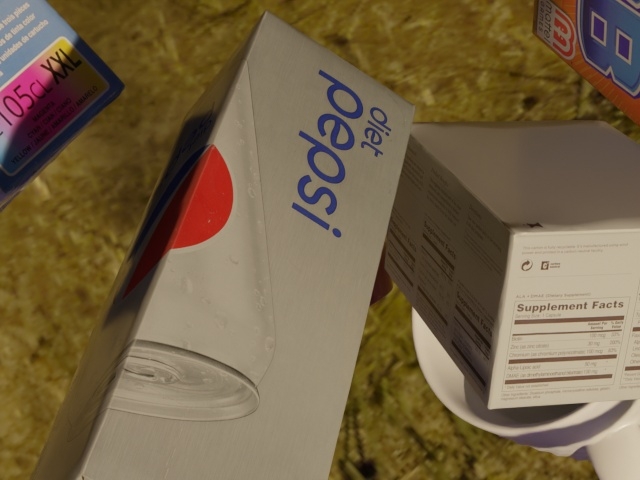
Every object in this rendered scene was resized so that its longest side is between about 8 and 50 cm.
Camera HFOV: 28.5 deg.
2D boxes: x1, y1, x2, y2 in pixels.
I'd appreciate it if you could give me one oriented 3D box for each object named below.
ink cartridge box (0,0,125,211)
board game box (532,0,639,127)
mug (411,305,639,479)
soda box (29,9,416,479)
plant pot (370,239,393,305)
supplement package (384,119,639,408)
[{"bbox_3d":[-0.384,-0.195,1.071,0.395,0.151,0.270,46,153,-11],"label":"ink cartridge box"},{"bbox_3d":[0.433,-0.284,1.056,0.356,0.356,0.356,52,160,36],"label":"board game box"},{"bbox_3d":[0.311,0.136,1.281,0.276,0.328,0.374,-35,52,28],"label":"mug"},{"bbox_3d":[-0.039,0.027,0.565,0.098,0.286,0.091,31,135,-15],"label":"soda box"},{"bbox_3d":[0.000,0.000,1.565,0.201,0.201,0.180,-17,99,34],"label":"plant pot"},{"bbox_3d":[0.191,0.007,1.030,0.204,0.262,0.145,-2,114,-15],"label":"supplement package"}]
